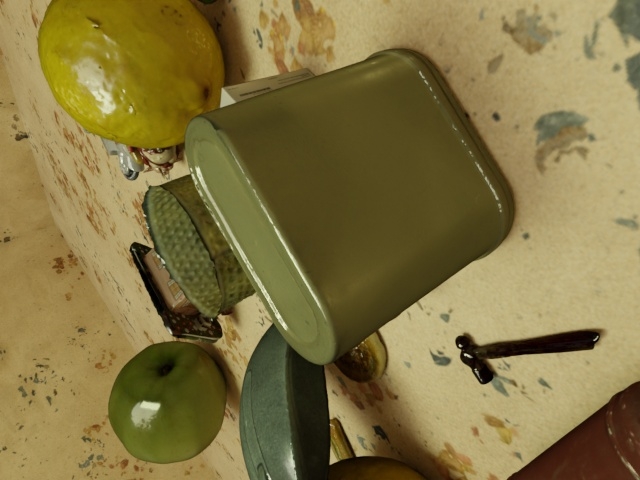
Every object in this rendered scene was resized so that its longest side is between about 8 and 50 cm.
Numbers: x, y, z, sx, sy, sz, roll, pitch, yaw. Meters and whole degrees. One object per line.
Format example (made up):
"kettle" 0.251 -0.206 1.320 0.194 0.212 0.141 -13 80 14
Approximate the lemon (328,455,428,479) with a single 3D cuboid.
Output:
"lemon" 0.082 0.500 0.732 0.297 0.297 0.297 32 137 37

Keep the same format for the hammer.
"hammer" 0.227 0.123 0.504 0.065 0.021 0.178 60 144 2

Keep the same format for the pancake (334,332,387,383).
"pancake" 0.049 0.174 0.768 0.158 0.028 0.158 32 136 38

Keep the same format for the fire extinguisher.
"fire extinguisher" 0.299 0.215 0.407 0.147 0.107 0.337 23 136 10

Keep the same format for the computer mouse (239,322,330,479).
"computer mouse" -0.072 0.283 0.760 0.203 0.114 0.374 -53 29 36

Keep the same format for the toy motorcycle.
"toy motorcycle" -0.468 -0.281 1.077 0.170 0.110 0.261 -29 82 41

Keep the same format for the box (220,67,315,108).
"box" -0.069 -0.148 0.601 0.051 0.130 0.129 49 144 21

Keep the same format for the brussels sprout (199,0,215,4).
"brussels sprout" -0.170 -0.379 0.655 0.084 0.046 0.051 65 152 12

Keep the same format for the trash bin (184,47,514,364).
"trash bin" 0.036 -0.045 0.432 0.244 0.247 0.121 59 148 2

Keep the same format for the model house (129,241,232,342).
"model house" -0.306 0.085 1.113 0.294 0.154 0.207 52 -171 29

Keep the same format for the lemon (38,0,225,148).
"lemon" -0.281 -0.268 0.693 0.284 0.260 0.261 53 146 24

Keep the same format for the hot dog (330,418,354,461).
"hot dog" 0.043 0.438 0.964 0.044 0.028 0.137 -20 100 30

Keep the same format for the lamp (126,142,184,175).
"lamp" -0.342 -0.198 0.942 0.119 0.118 0.253 60 158 3

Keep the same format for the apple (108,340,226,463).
"apple" -0.458 0.479 1.388 0.357 0.357 0.358 32 137 37

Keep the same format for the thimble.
"thimble" -0.207 -0.004 0.871 0.270 0.150 0.271 32 136 37
